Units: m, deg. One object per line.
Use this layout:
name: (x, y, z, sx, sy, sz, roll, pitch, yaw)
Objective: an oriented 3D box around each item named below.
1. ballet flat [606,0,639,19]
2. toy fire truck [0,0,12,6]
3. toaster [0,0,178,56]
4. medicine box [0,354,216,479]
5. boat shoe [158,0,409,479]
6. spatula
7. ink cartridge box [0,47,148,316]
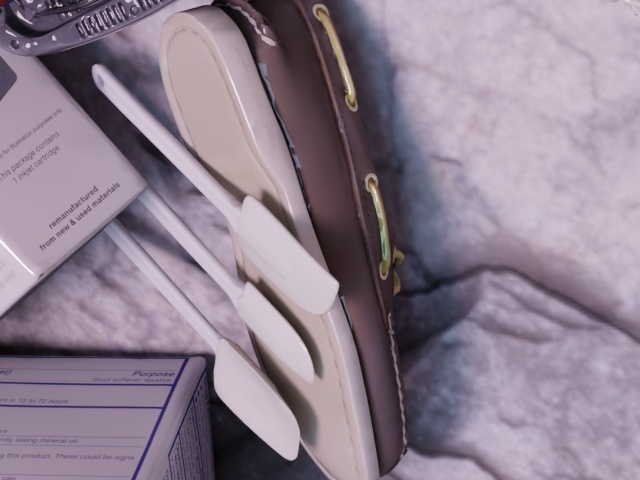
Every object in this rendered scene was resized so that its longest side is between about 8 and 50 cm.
ballet flat: (0.171, -0.165, 0.902, 0.409, 0.147, 0.147, 15, 117, 14)
toy fire truck: (-0.247, -0.231, 0.887, 0.254, 0.169, 0.302, 18, 84, 12)
toaster: (-0.117, -0.195, 0.993, 0.227, 0.146, 0.129, -23, 102, 28)
medicine box: (-0.222, 0.199, 1.101, 0.263, 0.289, 0.149, 0, 114, 9)
boat shoe: (0.000, 0.000, 1.056, 0.116, 0.097, 0.324, 3, 115, 57)
spatula: (-0.078, 0.010, 1.067, 0.242, 0.019, 0.168, 44, 145, 29)
ink cartridge box: (-0.271, -0.073, 1.096, 0.273, 0.115, 0.198, 49, 142, -4)
